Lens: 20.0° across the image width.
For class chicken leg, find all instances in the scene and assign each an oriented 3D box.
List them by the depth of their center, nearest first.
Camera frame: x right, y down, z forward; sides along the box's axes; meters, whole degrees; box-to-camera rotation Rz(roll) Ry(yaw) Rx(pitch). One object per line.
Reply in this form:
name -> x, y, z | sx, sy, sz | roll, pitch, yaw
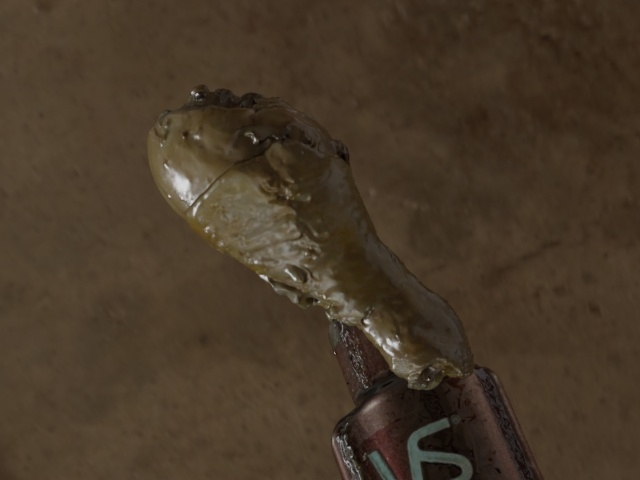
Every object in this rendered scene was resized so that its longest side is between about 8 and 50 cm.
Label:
chicken leg -> 0.000, 0.000, 0.886 | 0.198, 0.069, 0.085 | 44, 97, 0

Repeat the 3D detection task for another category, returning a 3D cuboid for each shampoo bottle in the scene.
shampoo bottle -> 0.089, 0.181, 1.168 | 0.129, 0.084, 0.323 | -25, 59, 8
